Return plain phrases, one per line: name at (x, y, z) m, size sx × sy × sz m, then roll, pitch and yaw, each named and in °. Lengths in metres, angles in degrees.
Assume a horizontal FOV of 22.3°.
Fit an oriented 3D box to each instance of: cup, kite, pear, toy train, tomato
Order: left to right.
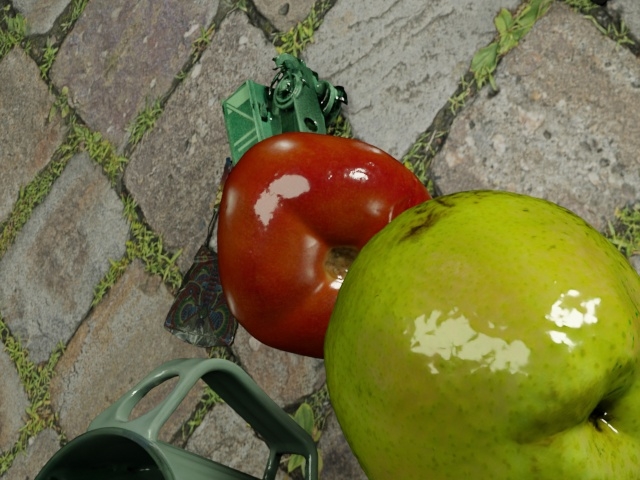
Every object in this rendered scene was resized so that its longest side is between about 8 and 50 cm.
cup at (-0.122, 0.365, 1.877) m, size 0.310 × 0.392 × 0.401 m, roll 38°, pitch 102°, yaw 46°
kite at (-0.138, 0.014, 2.324) m, size 0.152 × 0.015 × 0.285 m, roll 12°, pitch 85°, yaw 44°
toy train at (-0.037, -0.125, 2.211) m, size 0.154 × 0.115 × 0.269 m, roll -42°, pitch 48°, yaw 37°
tomato at (0.000, 0.000, 1.996) m, size 0.298 × 0.299 × 0.226 m, roll -56°, pitch 26°, yaw 13°
pear at (0.195, 0.142, 1.679) m, size 0.391 × 0.391 × 0.391 m, roll -20°, pitch 60°, yaw 39°

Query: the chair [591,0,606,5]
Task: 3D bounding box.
chair at (0.283, -0.395, 2.006) m, size 0.140 × 0.221 × 0.145 m, roll -60°, pitch 0°, yaw 9°
